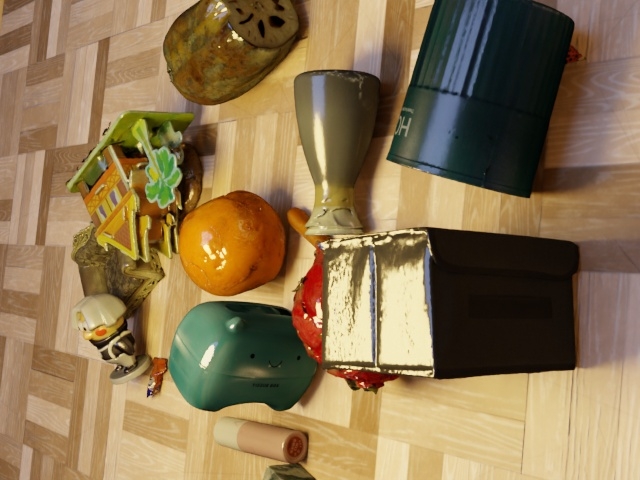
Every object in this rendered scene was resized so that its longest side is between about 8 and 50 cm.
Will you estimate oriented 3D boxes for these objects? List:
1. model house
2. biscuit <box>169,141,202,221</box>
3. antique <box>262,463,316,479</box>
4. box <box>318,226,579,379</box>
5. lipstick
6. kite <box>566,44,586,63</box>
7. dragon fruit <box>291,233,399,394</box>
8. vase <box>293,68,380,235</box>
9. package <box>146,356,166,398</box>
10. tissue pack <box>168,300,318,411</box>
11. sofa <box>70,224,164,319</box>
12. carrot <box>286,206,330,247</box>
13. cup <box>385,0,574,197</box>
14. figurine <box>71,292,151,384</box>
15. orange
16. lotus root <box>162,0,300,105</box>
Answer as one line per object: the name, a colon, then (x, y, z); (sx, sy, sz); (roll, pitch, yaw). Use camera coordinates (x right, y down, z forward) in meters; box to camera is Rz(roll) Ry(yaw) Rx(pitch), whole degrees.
model house: (-0.414, -0.118, 2.192); (0.358, 0.242, 0.313); (-42, 70, 35)
biscuit: (-0.381, -0.156, 2.313); (0.226, 0.042, 0.226); (-12, 74, 49)
antique: (-0.047, 0.527, 1.769); (0.183, 0.088, 0.086); (31, 107, 49)
box: (0.199, 0.099, 1.356); (0.251, 0.345, 0.204); (-6, 82, 50)
lipstick: (-0.134, 0.430, 1.900); (0.254, 0.070, 0.070); (-3, 82, 49)
kite: (0.352, -0.329, 1.499); (0.125, 0.008, 0.222); (-52, 48, 31)
dragon fruit: (0.058, 0.128, 1.590); (0.244, 0.244, 0.299); (-44, 62, 36)
vase: (0.027, -0.169, 1.745); (0.173, 0.173, 0.321); (3, 91, 50)
package: (-0.431, 0.360, 2.295); (0.077, 0.033, 0.110); (147, 140, -66)
tissue pack: (-0.148, 0.224, 1.782); (0.198, 0.287, 0.206); (42, 114, 48)
sofa: (-0.568, 0.074, 2.386); (0.258, 0.182, 0.200); (-45, 53, 36)
carrot: (0.000, 0.000, 1.838); (0.248, 0.043, 0.043); (43, 116, 42)
cup: (0.269, -0.240, 1.441); (0.242, 0.308, 0.292); (17, 100, 18)
figurine: (-0.556, 0.248, 2.307); (0.176, 0.133, 0.236); (-3, 118, 49)
orange: (-0.194, 0.008, 1.913); (0.240, 0.240, 0.240); (-11, 76, 48)
lotus root: (-0.223, -0.451, 2.027); (0.346, 0.250, 0.250); (-27, 64, 44)
